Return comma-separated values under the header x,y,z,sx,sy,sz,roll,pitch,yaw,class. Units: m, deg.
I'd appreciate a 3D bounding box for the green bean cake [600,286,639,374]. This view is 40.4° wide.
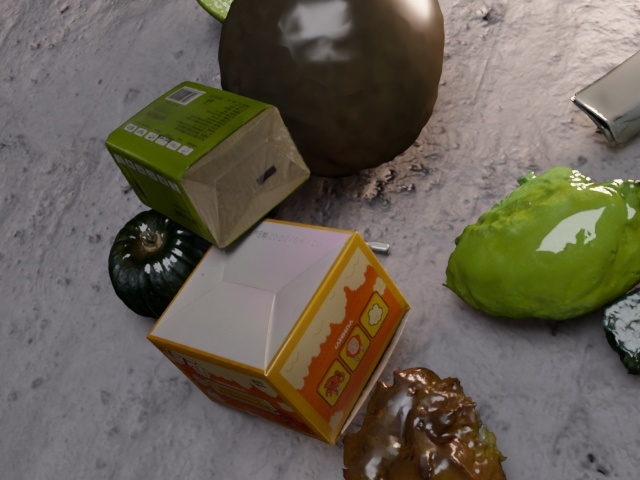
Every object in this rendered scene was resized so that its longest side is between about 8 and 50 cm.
x,y,z,sx,sy,sz,roll,pitch,yaw,class
0.539,0.146,1.272,0.208,0.107,0.193,-28,58,0,green bean cake

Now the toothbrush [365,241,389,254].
x,y,z,sx,sy,sz,roll,pitch,yaw,class
0.000,0.000,1.572,0.262,0.026,0.022,8,56,21,toothbrush

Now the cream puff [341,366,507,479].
x,y,z,sx,sy,sz,roll,pitch,yaw,class
0.152,0.306,1.260,0.269,0.155,0.241,14,62,47,cream puff

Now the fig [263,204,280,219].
x,y,z,sx,sy,sz,roll,pitch,yaw,class
-0.197,-0.090,1.615,0.245,0.149,0.149,9,62,19,fig

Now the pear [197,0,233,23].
x,y,z,sx,sy,sz,roll,pitch,yaw,class
-0.105,-0.523,1.871,0.288,0.139,0.239,-37,71,-13,pear

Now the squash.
x,y,z,sx,sy,sz,roll,pitch,yaw,class
-0.271,0.034,1.545,0.218,0.172,0.218,-25,29,15,squash

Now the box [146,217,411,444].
x,y,z,sx,sy,sz,roll,pitch,yaw,class
-0.061,0.130,1.352,0.283,0.214,0.260,9,58,44,box

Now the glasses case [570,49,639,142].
x,y,z,sx,sy,sz,roll,pitch,yaw,class
0.591,-0.286,1.539,0.308,0.083,0.128,-35,50,-6,glasses case

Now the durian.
x,y,z,sx,sy,sz,roll,pitch,yaw,class
0.364,0.015,1.365,0.339,0.204,0.256,-38,35,1,durian

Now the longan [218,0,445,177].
x,y,z,sx,sy,sz,roll,pitch,yaw,class
0.019,-0.333,1.561,0.403,0.404,0.436,2,63,18,longan

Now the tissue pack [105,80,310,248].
x,y,z,sx,sy,sz,roll,pitch,yaw,class
-0.189,-0.133,1.427,0.200,0.167,0.274,-42,38,-19,tissue pack
